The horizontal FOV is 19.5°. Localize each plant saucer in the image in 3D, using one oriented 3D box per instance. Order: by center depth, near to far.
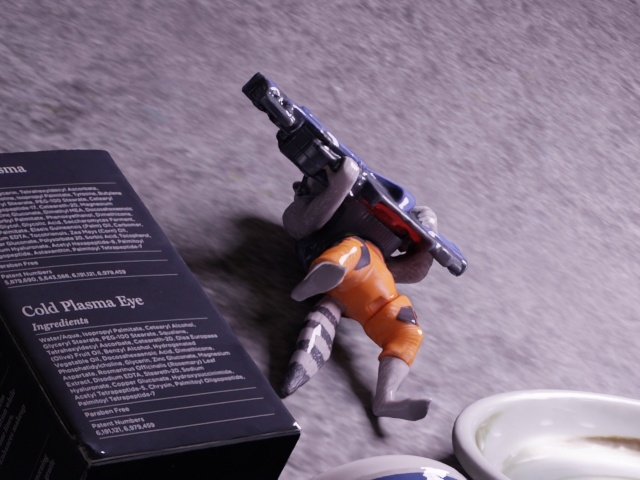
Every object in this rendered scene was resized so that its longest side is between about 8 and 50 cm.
[{"bbox_3d":[0.315,0.262,1.793,0.400,0.100,0.400,11,14,-3],"label":"plant saucer"}]

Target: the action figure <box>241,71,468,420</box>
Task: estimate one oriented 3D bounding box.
[{"bbox_3d":[0.000,0.000,1.946,0.341,0.178,0.330,43,20,-23],"label":"action figure"}]

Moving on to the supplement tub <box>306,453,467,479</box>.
[{"bbox_3d":[0.080,0.347,1.434,0.228,0.228,0.316,4,38,-32],"label":"supplement tub"}]

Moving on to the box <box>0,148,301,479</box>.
[{"bbox_3d":[-0.214,0.159,1.381,0.179,0.343,0.312,-5,44,-39],"label":"box"}]
